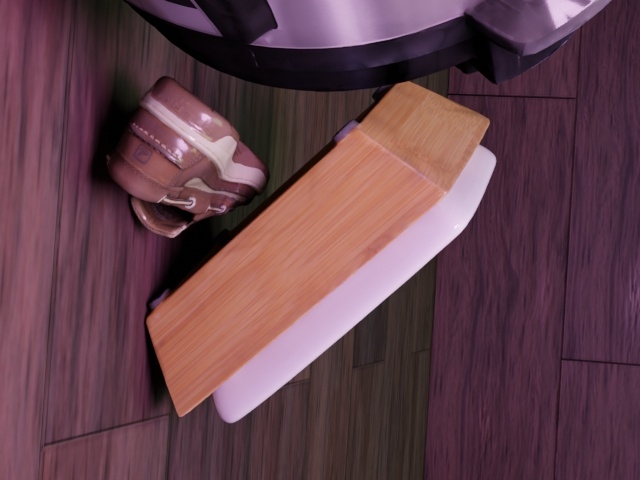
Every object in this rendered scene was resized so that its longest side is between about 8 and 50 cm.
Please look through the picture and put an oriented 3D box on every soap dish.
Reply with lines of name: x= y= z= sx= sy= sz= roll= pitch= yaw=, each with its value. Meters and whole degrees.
soap dish: x=0.000 y=0.000 z=1.078 sx=0.118 sy=0.291 sz=0.229 roll=48 pitch=23 yaw=-4

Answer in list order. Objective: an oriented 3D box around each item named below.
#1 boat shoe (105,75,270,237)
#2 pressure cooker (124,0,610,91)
boat shoe: x=-0.108 y=-0.051 z=1.002 sx=0.095 sy=0.095 sz=0.257 roll=-53 pitch=169 yaw=-2
pressure cooker: x=0.006 y=-0.292 z=0.760 sx=0.420 sy=0.375 sz=0.370 roll=67 pitch=26 yaw=-60
